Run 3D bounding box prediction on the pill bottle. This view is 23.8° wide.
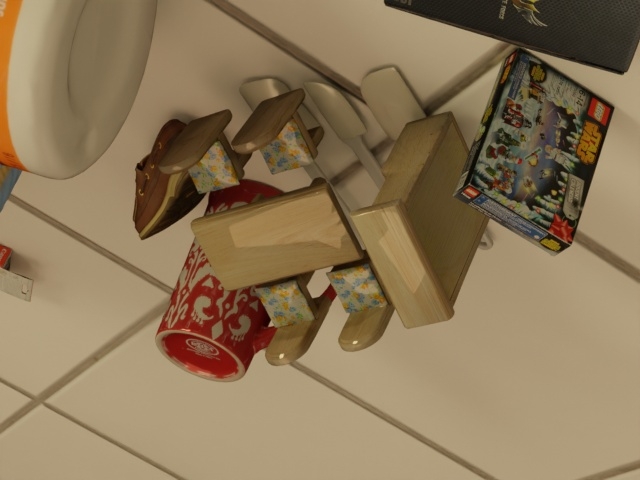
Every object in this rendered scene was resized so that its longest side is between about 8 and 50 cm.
[{"bbox_3d":[-0.346,-0.201,1.189,0.392,0.224,0.224,16,149,11],"label":"pill bottle"}]

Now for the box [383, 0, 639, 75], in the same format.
[{"bbox_3d":[0.143,-0.222,0.997,0.183,0.059,0.232,17,149,7],"label":"box"}]

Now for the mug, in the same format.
[{"bbox_3d":[-0.071,0.040,1.448,0.150,0.169,0.113,-4,140,38],"label":"mug"}]

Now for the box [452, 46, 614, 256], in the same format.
[{"bbox_3d":[0.164,-0.068,1.152,0.094,0.137,0.027,30,150,-14],"label":"box"}]

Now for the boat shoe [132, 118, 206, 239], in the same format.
[{"bbox_3d":[-0.146,-0.059,1.459,0.060,0.064,0.178,53,149,9],"label":"boat shoe"}]

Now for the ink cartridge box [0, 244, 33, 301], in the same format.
[{"bbox_3d":[-0.385,0.027,1.775,0.115,0.029,0.063,23,150,-3],"label":"ink cartridge box"}]

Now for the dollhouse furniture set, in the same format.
[{"bbox_3d":[0.000,0.000,1.259,0.242,0.161,0.212,-14,116,28],"label":"dollhouse furniture set"}]

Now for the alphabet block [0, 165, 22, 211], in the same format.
[{"bbox_3d":[-0.417,-0.088,1.456,0.197,0.192,0.193,17,148,8],"label":"alphabet block"}]

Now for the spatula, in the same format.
[{"bbox_3d":[0.046,-0.065,1.357,0.168,0.019,0.242,-6,140,31],"label":"spatula"}]
